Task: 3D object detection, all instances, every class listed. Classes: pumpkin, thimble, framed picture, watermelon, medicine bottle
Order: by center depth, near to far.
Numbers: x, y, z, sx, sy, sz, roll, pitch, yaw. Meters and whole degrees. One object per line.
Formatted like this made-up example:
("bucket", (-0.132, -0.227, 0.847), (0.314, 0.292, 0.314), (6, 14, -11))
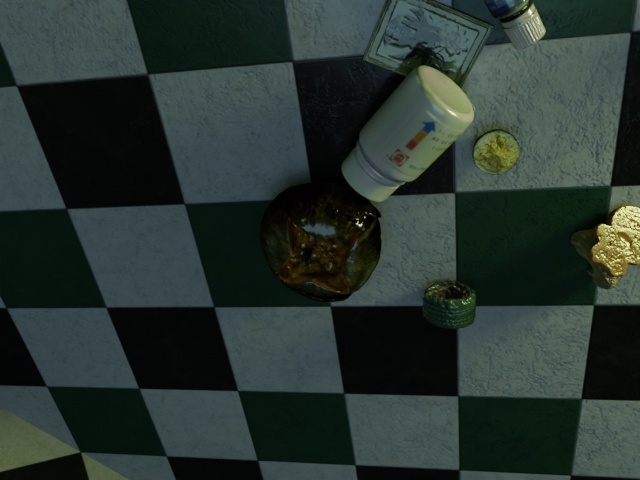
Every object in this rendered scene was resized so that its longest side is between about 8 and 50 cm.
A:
("medicine bottle", (0.368, -0.478, 1.196), (0.083, 0.083, 0.203), (-30, 113, 26))
("framed picture", (0.227, -0.423, 1.301), (0.231, 0.010, 0.173), (21, 124, -3))
("medicine bottle", (0.183, -0.225, 1.341), (0.170, 0.170, 0.293), (34, 126, -12))
("watermelon", (0.397, -0.205, 1.382), (0.105, 0.062, 0.105), (5, 116, 10))
("pumpkin", (0.000, 0.000, 1.513), (0.320, 0.192, 0.320), (4, 125, 6))
("thimble", (0.341, 0.168, 1.606), (0.135, 0.118, 0.090), (9, 121, 24))

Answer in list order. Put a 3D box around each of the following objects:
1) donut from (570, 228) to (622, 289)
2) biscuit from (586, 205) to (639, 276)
("donut", (0.683, 0.049, 1.476), (0.065, 0.108, 0.166), (-33, 108, 1))
("biscuit", (0.697, -0.004, 1.418), (0.133, 0.027, 0.184), (25, 80, -1))
